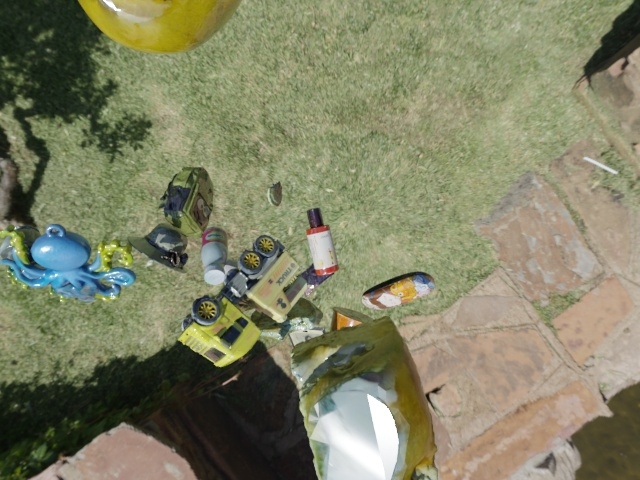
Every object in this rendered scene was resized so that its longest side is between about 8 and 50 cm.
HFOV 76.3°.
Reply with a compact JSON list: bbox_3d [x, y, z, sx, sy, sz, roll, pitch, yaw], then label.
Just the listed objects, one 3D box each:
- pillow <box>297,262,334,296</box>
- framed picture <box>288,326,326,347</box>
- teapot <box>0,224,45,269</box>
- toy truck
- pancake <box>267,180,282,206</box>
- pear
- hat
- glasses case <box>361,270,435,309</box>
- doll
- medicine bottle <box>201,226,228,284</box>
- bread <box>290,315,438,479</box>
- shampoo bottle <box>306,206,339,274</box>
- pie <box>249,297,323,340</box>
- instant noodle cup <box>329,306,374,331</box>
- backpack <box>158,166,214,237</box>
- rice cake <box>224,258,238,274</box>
[{"bbox_3d":[-0.024,0.157,1.834,0.185,0.043,0.118,-39,64,18],"label":"pillow"},{"bbox_3d":[-0.050,0.453,1.804,0.199,0.010,0.195,-3,122,24],"label":"framed picture"},{"bbox_3d":[-0.876,0.016,1.235,0.111,0.149,0.108,-28,56,16],"label":"teapot"},{"bbox_3d":[-0.139,0.123,0.812,0.157,0.124,0.272,42,52,-4],"label":"toy truck"},{"bbox_3d":[-0.213,-0.220,1.942,0.022,0.129,0.116,3,106,24],"label":"pancake"},{"bbox_3d":[-0.252,-0.447,0.670,0.284,0.336,0.286,5,105,18],"label":"pear"},{"bbox_3d":[-0.592,0.005,1.568,0.257,0.257,0.130,34,89,2],"label":"hat"},{"bbox_3d":[0.309,0.207,1.646,0.320,0.082,0.122,-28,135,36],"label":"glasses case"},{"bbox_3d":[-0.741,0.073,1.231,0.345,0.099,0.342,-1,138,-14],"label":"doll"},{"bbox_3d":[-0.358,0.050,1.380,0.090,0.217,0.091,-7,131,-9],"label":"medicine bottle"},{"bbox_3d":[0.091,0.367,0.767,0.238,0.264,0.396,-16,89,5],"label":"bread"},{"bbox_3d":[0.000,0.000,1.712,0.104,0.104,0.279,-13,94,6],"label":"shampoo bottle"},{"bbox_3d":[-0.135,0.294,1.572,0.301,0.302,0.067,-7,106,6],"label":"pie"},{"bbox_3d":[0.139,0.435,1.919,0.229,0.230,0.183,17,91,4],"label":"instant noodle cup"},{"bbox_3d":[-0.481,-0.149,1.504,0.139,0.207,0.254,3,63,11],"label":"backpack"},{"bbox_3d":[-0.296,0.170,1.966,0.398,0.064,0.070,19,124,-23],"label":"rice cake"}]
